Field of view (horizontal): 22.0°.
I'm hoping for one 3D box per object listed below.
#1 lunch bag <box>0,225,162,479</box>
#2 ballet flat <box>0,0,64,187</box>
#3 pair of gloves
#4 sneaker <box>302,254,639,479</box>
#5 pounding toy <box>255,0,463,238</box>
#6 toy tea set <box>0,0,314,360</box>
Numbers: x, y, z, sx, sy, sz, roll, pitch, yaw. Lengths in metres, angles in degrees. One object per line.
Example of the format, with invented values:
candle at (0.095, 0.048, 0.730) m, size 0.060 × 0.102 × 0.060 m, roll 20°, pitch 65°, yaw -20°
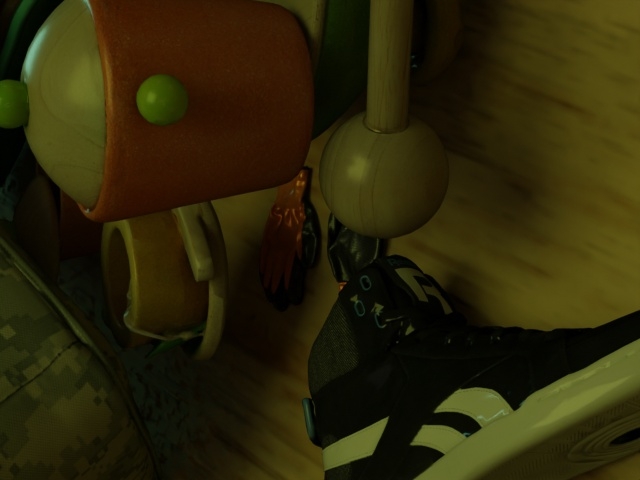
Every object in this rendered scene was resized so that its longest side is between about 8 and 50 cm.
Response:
lunch bag at (-0.267, 0.081, 0.817) m, size 0.305 × 0.256 × 0.212 m, roll 45°, pitch 162°, yaw 16°
ballet flat at (-0.200, -0.110, 0.898) m, size 0.107 × 0.106 × 0.316 m, roll -56°, pitch 2°, yaw -33°
pair of gloves at (0.000, 0.000, 0.804) m, size 0.083 × 0.010 × 0.074 m, roll 5°, pitch 87°, yaw 46°
sneaker at (0.063, 0.046, 0.677) m, size 0.217 × 0.079 × 0.121 m, roll -38°, pitch 59°, yaw 38°
pounding toy at (0.027, -0.121, 0.721) m, size 0.237 × 0.110 × 0.183 m, roll -126°, pitch 37°, yaw -55°
toy tea set at (-0.107, -0.050, 0.757) m, size 0.336 × 0.124 × 0.200 m, roll 116°, pitch 145°, yaw -54°
